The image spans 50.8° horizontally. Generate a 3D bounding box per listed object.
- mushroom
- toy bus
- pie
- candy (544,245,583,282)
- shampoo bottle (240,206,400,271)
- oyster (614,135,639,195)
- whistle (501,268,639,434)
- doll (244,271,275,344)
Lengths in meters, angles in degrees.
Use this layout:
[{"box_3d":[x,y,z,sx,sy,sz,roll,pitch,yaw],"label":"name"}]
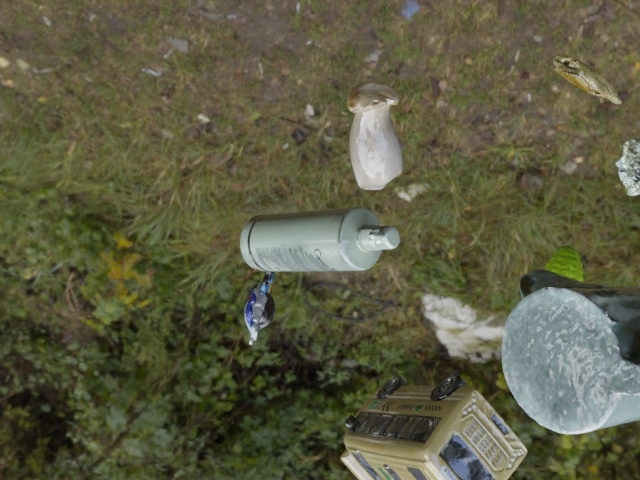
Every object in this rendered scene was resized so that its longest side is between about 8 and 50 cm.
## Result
[{"box_3d":[0.099,-0.181,1.215,0.097,0.088,0.212,6,125,15],"label":"mushroom"},{"box_3d":[0.191,0.377,1.268,0.177,0.202,0.365,49,155,-6],"label":"toy bus"},{"box_3d":[0.772,-0.461,1.938,0.283,0.128,0.068,15,115,-43],"label":"pie"},{"box_3d":[0.443,0.109,1.264,0.097,0.209,0.097,17,170,3],"label":"candy"},{"box_3d":[0.000,0.000,0.912,0.263,0.085,0.085,-3,145,47],"label":"shampoo bottle"},{"box_3d":[0.626,-0.172,1.184,0.252,0.087,0.199,-29,161,34],"label":"oyster"},{"box_3d":[0.405,0.164,0.834,0.168,0.188,0.405,2,-170,-34],"label":"whistle"},{"box_3d":[-0.138,0.147,1.571,0.070,0.195,0.096,12,175,5],"label":"doll"}]
